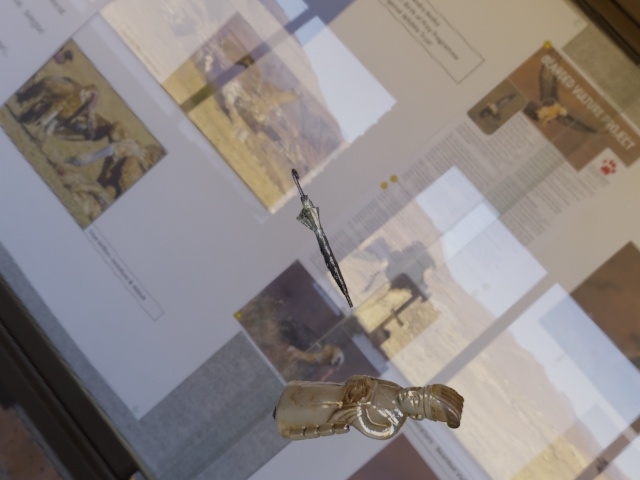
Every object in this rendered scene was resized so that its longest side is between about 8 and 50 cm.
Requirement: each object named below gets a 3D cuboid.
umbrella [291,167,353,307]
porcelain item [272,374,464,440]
[{"bbox_3d":[-0.001,0.001,1.046,0.044,0.044,0.269,-46,113,-76],"label":"umbrella"},{"bbox_3d":[0.051,0.185,0.668,0.054,0.213,0.084,58,36,-31],"label":"porcelain item"}]
